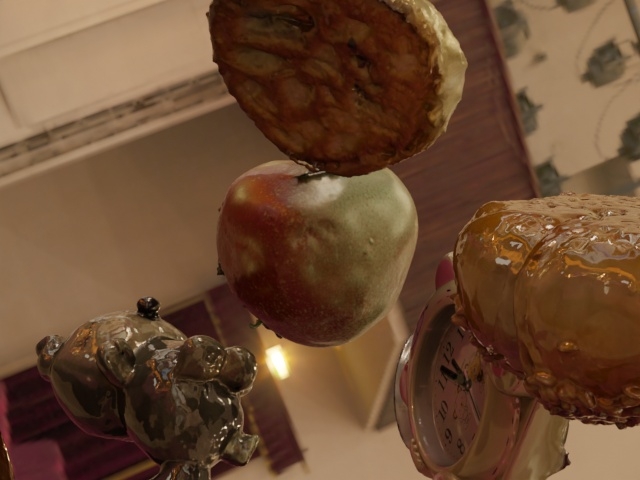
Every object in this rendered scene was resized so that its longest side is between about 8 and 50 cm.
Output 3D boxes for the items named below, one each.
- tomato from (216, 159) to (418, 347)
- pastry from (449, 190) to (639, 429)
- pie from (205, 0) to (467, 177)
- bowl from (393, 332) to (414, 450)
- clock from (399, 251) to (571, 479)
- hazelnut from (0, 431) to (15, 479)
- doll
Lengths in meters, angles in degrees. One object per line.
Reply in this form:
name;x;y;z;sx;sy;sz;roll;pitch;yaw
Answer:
tomato;0.000;0.000;1.652;0.239;0.303;0.303;-22;-90;59
pastry;0.267;0.064;0.973;0.315;0.284;0.184;13;-72;48
pie;0.010;-0.204;1.271;0.315;0.092;0.315;19;-35;14
bowl;0.188;0.227;1.679;0.086;0.189;0.189;-4;-64;30
clock;0.191;0.174;1.364;0.309;0.114;0.284;-117;-142;-59
hazelnut;-0.569;0.325;1.329;0.421;0.420;0.353;62;-25;26
doll;-0.286;0.270;1.614;0.382;0.379;0.252;4;-26;48
